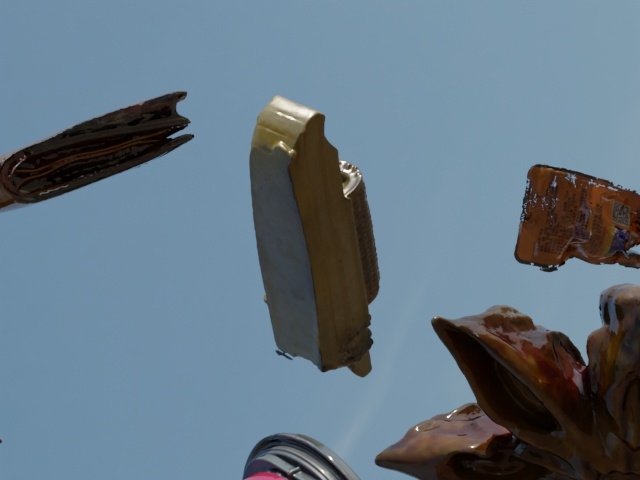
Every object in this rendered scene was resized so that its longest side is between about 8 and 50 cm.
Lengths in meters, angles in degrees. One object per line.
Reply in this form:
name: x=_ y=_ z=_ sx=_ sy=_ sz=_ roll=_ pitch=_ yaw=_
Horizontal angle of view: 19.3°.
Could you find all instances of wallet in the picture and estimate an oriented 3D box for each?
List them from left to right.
wallet: x=-0.196 y=-0.043 z=1.289 sx=0.195 sy=0.161 sz=0.042 roll=-26 pitch=-86 yaw=-50

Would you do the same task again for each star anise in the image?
star anise: x=0.131 y=0.103 z=0.904 sx=0.196 sy=0.111 sz=0.212 roll=-32 pitch=-62 yaw=6

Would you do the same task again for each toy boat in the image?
toy boat: x=0.000 y=0.000 z=1.788 sx=0.115 sy=0.089 sz=0.310 roll=-35 pitch=-51 yaw=-35

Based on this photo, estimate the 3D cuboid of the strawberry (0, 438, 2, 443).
strawberry: x=-0.326 y=0.150 z=1.440 sx=0.167 sy=0.208 sz=0.087 roll=-23 pitch=-38 yaw=-3

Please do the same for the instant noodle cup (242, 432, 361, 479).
instant noodle cup: x=-0.058 y=0.305 z=1.534 sx=0.182 sy=0.302 sz=0.258 roll=-20 pitch=-93 yaw=-29

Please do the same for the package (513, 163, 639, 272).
package: x=0.204 y=-0.010 z=1.431 sx=0.033 sy=0.111 sz=0.077 roll=-102 pitch=26 yaw=-64
